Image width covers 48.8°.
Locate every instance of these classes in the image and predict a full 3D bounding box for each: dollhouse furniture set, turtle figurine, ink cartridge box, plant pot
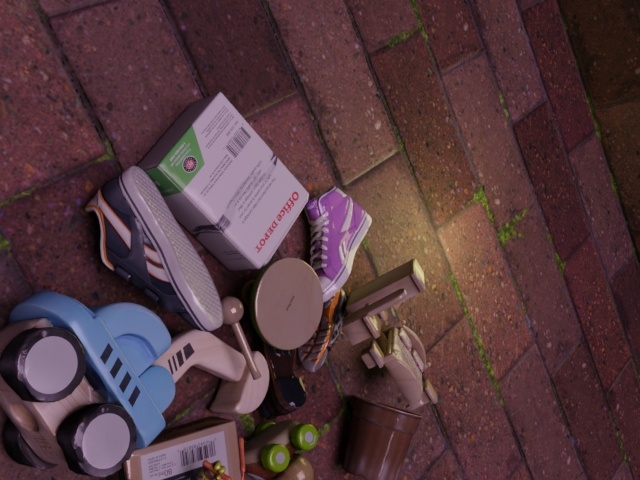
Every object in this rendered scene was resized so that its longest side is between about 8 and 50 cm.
[{"bbox_3d":[0.221,0.245,1.561,0.355,0.174,0.303,58,15,-9],"label":"dollhouse furniture set"},{"bbox_3d":[-0.237,0.457,1.195,0.217,0.087,0.269,17,84,-30],"label":"turtle figurine"},{"bbox_3d":[-0.188,-0.107,1.386,0.289,0.122,0.211,49,57,-27],"label":"ink cartridge box"},{"bbox_3d":[0.129,0.453,1.594,0.167,0.167,0.165,24,79,-37],"label":"plant pot"},{"bbox_3d":[-0.261,0.446,1.291,0.235,0.088,0.193,-7,89,-42],"label":"ink cartridge box"}]

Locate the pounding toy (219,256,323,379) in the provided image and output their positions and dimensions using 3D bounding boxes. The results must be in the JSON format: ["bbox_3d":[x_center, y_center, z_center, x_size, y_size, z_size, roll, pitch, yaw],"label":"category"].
[{"bbox_3d":[-0.112,0.137,1.401,0.237,0.110,0.182,-36,114,-39],"label":"pounding toy"}]

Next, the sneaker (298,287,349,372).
[{"bbox_3d":[0.018,0.195,1.565,0.083,0.084,0.214,39,61,-37],"label":"sneaker"}]

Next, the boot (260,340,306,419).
[{"bbox_3d":[-0.103,0.263,1.466,0.082,0.106,0.219,10,51,-35],"label":"boot"}]

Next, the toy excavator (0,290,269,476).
[{"bbox_3d":[-0.306,0.222,1.214,0.445,0.222,0.432,-46,116,-44],"label":"toy excavator"}]

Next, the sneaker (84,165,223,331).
[{"bbox_3d":[-0.296,0.036,1.254,0.321,0.128,0.126,60,10,2],"label":"sneaker"}]

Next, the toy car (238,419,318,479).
[{"bbox_3d":[-0.071,0.467,1.398,0.149,0.155,0.188,-26,97,-39],"label":"toy car"}]

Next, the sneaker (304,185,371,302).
[{"bbox_3d":[-0.001,0.000,1.564,0.161,0.102,0.282,44,49,-25],"label":"sneaker"}]
